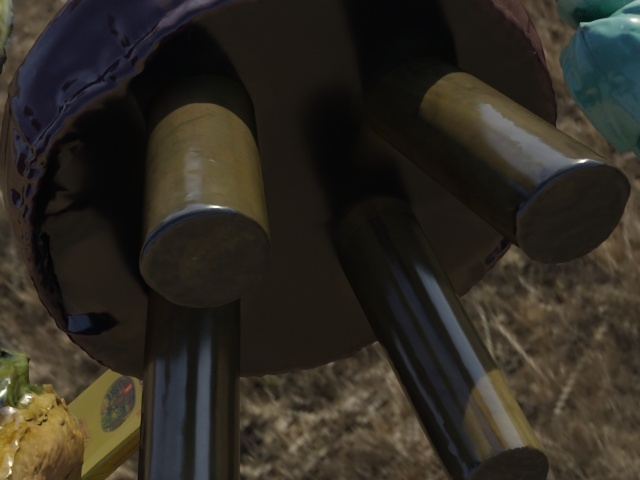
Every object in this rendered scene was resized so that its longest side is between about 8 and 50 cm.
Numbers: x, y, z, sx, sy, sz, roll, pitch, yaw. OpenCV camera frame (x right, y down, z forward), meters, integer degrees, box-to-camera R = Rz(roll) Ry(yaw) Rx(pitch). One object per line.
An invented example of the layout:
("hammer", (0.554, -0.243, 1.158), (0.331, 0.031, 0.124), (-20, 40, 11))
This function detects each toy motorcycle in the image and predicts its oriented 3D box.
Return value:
("toy motorcycle", (0.241, -0.095, 0.933), (0.109, 0.296, 0.198), (-35, 45, 38))

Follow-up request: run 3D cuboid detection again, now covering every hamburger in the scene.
("hamburger", (-0.216, 0.149, 0.818), (0.135, 0.207, 0.155), (-4, 101, 9))

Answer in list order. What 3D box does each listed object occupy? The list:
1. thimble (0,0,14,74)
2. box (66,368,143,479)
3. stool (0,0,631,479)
("thimble", (-0.424, -0.202, 1.338), (0.271, 0.150, 0.270), (-6, 71, 18))
("box", (-0.161, 0.137, 1.277), (0.155, 0.023, 0.087), (-41, 44, 9))
("stool", (0.000, 0.000, 0.679), (0.272, 0.272, 0.178), (-29, 44, 6))
